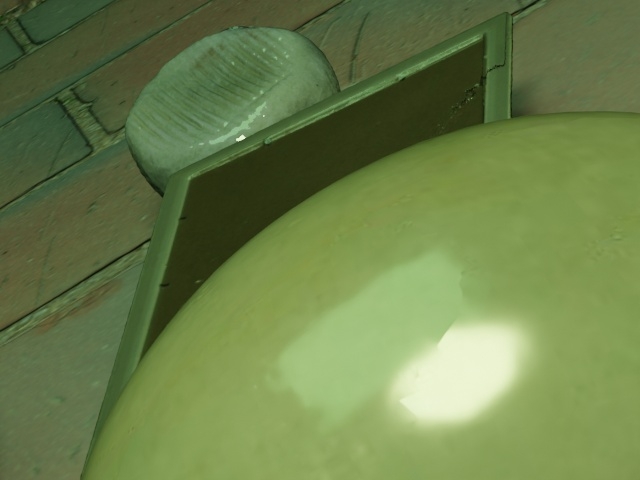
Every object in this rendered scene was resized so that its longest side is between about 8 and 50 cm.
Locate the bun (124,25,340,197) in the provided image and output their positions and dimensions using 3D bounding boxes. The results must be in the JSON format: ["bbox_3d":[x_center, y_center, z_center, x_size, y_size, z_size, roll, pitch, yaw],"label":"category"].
[{"bbox_3d":[-0.050,-0.071,1.229,0.140,0.083,0.141,-20,40,18],"label":"bun"}]

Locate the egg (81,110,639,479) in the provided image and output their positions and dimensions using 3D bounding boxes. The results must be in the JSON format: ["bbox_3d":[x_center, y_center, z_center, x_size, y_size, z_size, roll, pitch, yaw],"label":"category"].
[{"bbox_3d":[0.049,0.066,0.520,0.253,0.186,0.186,-29,17,-4],"label":"egg"}]

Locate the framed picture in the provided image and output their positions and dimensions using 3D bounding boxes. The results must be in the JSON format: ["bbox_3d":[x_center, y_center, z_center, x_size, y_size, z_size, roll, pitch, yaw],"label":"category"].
[{"bbox_3d":[0.000,0.000,1.010,0.232,0.019,0.296,-24,27,20],"label":"framed picture"}]
